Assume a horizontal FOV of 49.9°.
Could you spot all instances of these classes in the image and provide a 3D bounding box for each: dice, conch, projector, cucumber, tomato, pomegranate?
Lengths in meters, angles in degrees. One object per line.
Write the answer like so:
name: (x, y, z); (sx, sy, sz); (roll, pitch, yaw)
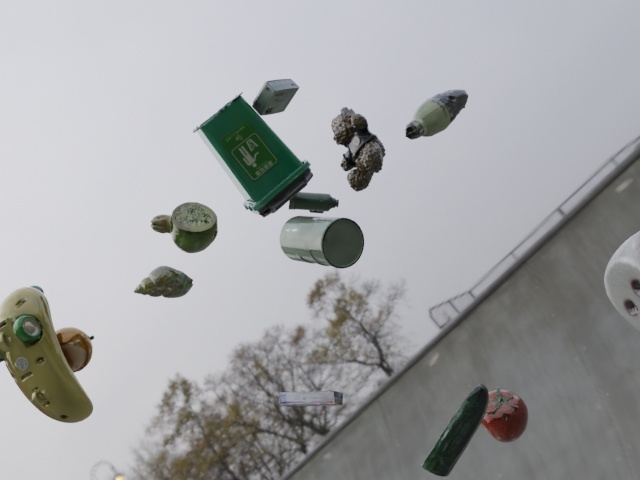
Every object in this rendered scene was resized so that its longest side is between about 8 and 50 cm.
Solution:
dice: (0.759, 0.084, 1.508); (0.193, 0.194, 0.192); (-25, -36, -16)
conch: (-0.507, 0.143, 2.277); (0.172, 0.106, 0.116); (27, -33, -30)
projector: (-0.155, -0.492, 2.344); (0.147, 0.061, 0.115); (-25, -23, -54)
cucumber: (0.350, 0.469, 1.705); (0.244, 0.063, 0.115); (-60, -26, 4)
tomato: (0.572, 0.552, 2.159); (0.167, 0.167, 0.167); (-35, -19, -14)
pomegranate: (-0.510, -0.030, 2.615); (0.240, 0.190, 0.159); (-13, -43, -31)

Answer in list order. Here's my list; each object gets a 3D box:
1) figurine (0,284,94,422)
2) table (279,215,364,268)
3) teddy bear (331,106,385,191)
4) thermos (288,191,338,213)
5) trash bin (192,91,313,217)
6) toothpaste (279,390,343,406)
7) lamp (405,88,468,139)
figurine: (-0.597, 0.252, 1.523); (0.124, 0.325, 0.222); (-31, 1, 16)
table: (0.000, 0.000, 1.761); (0.126, 0.127, 0.220); (-30, 19, -26)
teddy bear: (0.108, -0.241, 1.827); (0.129, 0.251, 0.182); (1, -40, -32)
thermos: (-0.025, -0.141, 2.591); (0.073, 0.187, 0.083); (-99, 14, -79)
trash bin: (-0.236, -0.294, 2.364); (0.259, 0.381, 0.295); (-40, 14, -8)
toothpaste: (-0.029, 0.450, 1.954); (0.196, 0.040, 0.047); (-10, -22, 33)
lamp: (0.326, -0.354, 1.913); (0.250, 0.101, 0.101); (-38, -16, -30)
